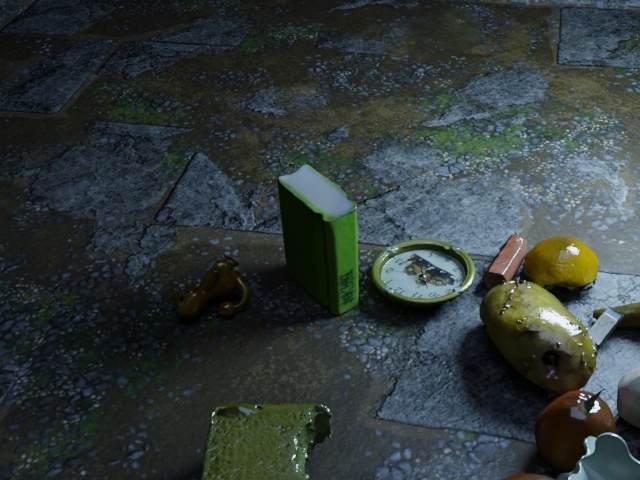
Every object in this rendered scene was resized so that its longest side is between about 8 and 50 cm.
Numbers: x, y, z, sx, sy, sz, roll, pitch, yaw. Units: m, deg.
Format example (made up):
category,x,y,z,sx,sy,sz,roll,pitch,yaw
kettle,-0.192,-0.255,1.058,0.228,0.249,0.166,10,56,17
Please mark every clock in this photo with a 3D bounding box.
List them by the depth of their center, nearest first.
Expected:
category,x,y,z,sx,sy,sz,roll,pitch,yaw
clock,0.233,0.082,1.942,0.237,0.057,0.237,-3,37,2

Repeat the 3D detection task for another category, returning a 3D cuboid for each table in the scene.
category,x,y,z,sx,sy,sz,roll,pitch,yaw
table,0.495,0.413,1.377,0.198,0.166,0.166,38,51,12

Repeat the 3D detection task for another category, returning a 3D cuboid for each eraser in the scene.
category,x,y,z,sx,sy,sz,roll,pitch,yaw
eraser,0.594,0.179,1.789,0.083,0.019,0.038,-49,51,-4
eraser,0.000,0.000,1.887,0.092,0.274,0.210,-24,44,-26

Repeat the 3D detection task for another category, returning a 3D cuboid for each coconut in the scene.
category,x,y,z,sx,sy,sz,roll,pitch,yaw
coconut,0.612,0.287,1.600,0.110,0.124,0.110,-4,39,3

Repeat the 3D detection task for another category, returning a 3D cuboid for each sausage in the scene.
category,x,y,z,sx,sy,sz,roll,pitch,yaw
sausage,0.431,0.045,1.969,0.065,0.065,0.169,18,44,25

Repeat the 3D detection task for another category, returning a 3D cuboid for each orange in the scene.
category,x,y,z,sx,sy,sz,roll,pitch,yaw
orange,0.542,0.049,1.924,0.170,0.112,0.160,-21,40,-38

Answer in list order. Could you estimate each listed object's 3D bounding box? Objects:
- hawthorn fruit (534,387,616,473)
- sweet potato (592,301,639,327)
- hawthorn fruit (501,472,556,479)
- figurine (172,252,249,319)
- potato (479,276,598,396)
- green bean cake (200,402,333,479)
category,x,y,z,sx,sy,sz,roll,pitch,yaw
hawthorn fruit,0.461,0.325,1.534,0.149,0.189,0.149,7,11,-1
sweet potato,0.701,0.161,1.793,0.244,0.077,0.077,7,40,10
hawthorn fruit,0.296,0.489,1.326,0.262,0.210,0.210,-33,44,-5
figurine,-0.240,0.126,1.909,0.176,0.121,0.122,-35,74,-15
potato,0.434,0.188,1.726,0.173,0.140,0.300,-9,37,-18
green bean cake,-0.086,0.407,1.505,0.233,0.124,0.236,-2,39,4
